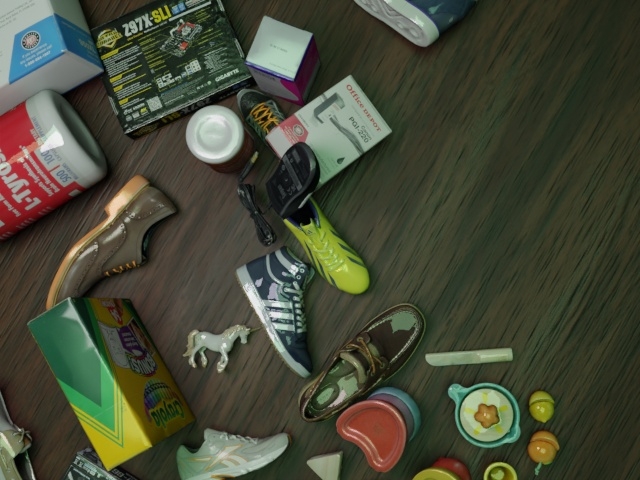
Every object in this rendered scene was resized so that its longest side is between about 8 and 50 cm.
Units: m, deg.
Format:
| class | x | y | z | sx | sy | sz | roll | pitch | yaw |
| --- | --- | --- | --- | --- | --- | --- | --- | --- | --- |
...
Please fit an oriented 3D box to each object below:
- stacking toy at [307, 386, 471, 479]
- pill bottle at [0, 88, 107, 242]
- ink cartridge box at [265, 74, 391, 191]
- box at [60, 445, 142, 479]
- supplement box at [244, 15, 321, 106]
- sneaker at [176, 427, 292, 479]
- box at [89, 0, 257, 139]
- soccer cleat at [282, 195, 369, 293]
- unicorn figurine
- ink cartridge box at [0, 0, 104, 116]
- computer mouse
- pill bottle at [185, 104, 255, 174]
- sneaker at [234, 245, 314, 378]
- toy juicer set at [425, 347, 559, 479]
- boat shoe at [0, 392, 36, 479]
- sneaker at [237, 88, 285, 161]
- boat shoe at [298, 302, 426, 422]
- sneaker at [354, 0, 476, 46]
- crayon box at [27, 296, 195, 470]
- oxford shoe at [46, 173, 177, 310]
| class | x | y | z | sx | sy | sz | roll | pitch | yaw |
| --- | --- | --- | --- | --- | --- | --- | --- | --- | --- |
| stacking toy | 0.153 | 0.482 | 1.734 | 0.279 | 0.130 | 0.309 | -43 | 80 | 27 |
| pill bottle | -0.693 | -0.131 | 1.759 | 0.408 | 0.229 | 0.229 | -32 | 84 | 2 |
| ink cartridge box | 0.020 | -0.227 | 1.730 | 0.218 | 0.092 | 0.158 | -39 | 95 | -25 |
| box | -0.453 | 0.636 | 1.759 | 0.307 | 0.076 | 0.242 | 30 | 89 | 6 |
| supplement box | -0.075 | -0.378 | 1.732 | 0.111 | 0.220 | 0.114 | 22 | 87 | 5 |
| sneaker | -0.194 | 0.451 | 1.745 | 0.262 | 0.099 | 0.121 | -21 | 80 | 2 |
| box | -0.338 | -0.409 | 1.828 | 0.322 | 0.079 | 0.257 | -24 | 82 | 3 |
| soccer cleat | -0.001 | 0.000 | 1.747 | 0.093 | 0.121 | 0.289 | -38 | 84 | 2 |
| unicorn figurine | -0.223 | 0.232 | 1.778 | 0.162 | 0.060 | 0.111 | 10 | 87 | 5 |
| ink cartridge box | -0.689 | -0.500 | 1.780 | 0.285 | 0.166 | 0.395 | -24 | 79 | 14 |
| computer mouse | -0.082 | -0.129 | 1.678 | 0.184 | 0.060 | 0.262 | 60 | 135 | 27 |
| pill bottle | -0.205 | -0.207 | 1.731 | 0.121 | 0.216 | 0.121 | 0 | 85 | 5 |
| sneaker | -0.055 | 0.147 | 1.753 | 0.153 | 0.099 | 0.282 | -31 | 81 | 4 |
| toy juicer set | 0.384 | 0.350 | 1.707 | 0.209 | 0.089 | 0.329 | -25 | 84 | 3 |
| boat shoe | -0.688 | 0.451 | 1.781 | 0.103 | 0.113 | 0.302 | -11 | 96 | 2 |
| sneaker | -0.109 | -0.256 | 1.795 | 0.084 | 0.083 | 0.215 | -41 | 83 | 2 |
| boat shoe | 0.088 | 0.265 | 1.719 | 0.342 | 0.123 | 0.123 | -39 | 84 | 1 |
| sneaker | 0.202 | -0.599 | 1.784 | 0.323 | 0.130 | 0.236 | 42 | 80 | 11 |
| crayon box | -0.405 | 0.273 | 1.638 | 0.106 | 0.363 | 0.313 | -32 | 84 | 1 |
| oxford shoe | -0.463 | 0.033 | 1.783 | 0.133 | 0.130 | 0.363 | 38 | 91 | -2 |
